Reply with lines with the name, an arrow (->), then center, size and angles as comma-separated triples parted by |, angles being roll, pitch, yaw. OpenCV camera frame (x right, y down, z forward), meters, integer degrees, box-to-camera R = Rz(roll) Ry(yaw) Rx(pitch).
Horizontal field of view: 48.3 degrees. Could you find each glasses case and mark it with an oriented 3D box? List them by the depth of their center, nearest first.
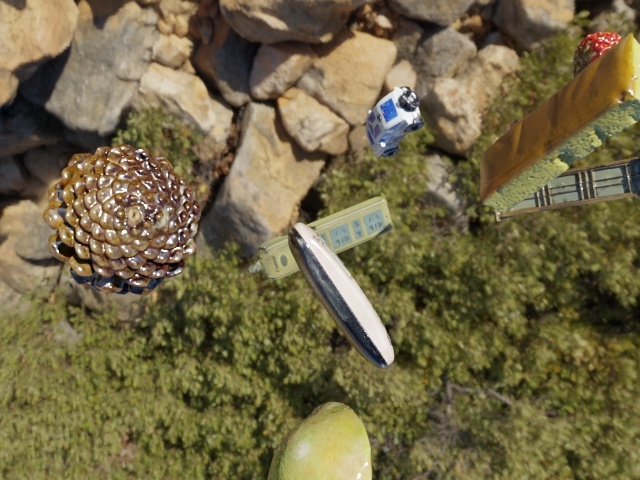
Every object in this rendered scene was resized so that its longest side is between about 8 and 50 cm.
glasses case -> 0.038, 0.103, 1.326 | 0.075, 0.122, 0.314 | -35, 94, -5

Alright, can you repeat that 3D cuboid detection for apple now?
apple -> -0.015, 0.329, 1.015 | 0.120, 0.193, 0.265 | 6, 158, -19

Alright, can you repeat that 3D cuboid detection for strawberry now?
strawberry -> 0.605, -0.387, 1.559 | 0.086, 0.145, 0.145 | -14, 135, -6

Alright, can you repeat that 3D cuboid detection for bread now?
bread -> 0.419, -0.189, 1.244 | 0.077, 0.138, 0.361 | 26, 143, -17

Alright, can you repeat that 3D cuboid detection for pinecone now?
pinecone -> -0.333, -0.022, 1.164 | 0.246, 0.246, 0.292 | 1, 166, -27

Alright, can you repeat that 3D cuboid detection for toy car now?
toy car -> 0.132, -0.222, 1.332 | 0.070, 0.080, 0.171 | -12, 164, -25

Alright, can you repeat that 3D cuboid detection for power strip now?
power strip -> 0.000, 0.000, 1.747 | 0.387, 0.066, 0.092 | -23, 113, -14

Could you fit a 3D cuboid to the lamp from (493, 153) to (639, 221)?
lamp -> 0.508, -0.107, 1.436 | 0.325, 0.089, 0.090 | -10, -178, 38
